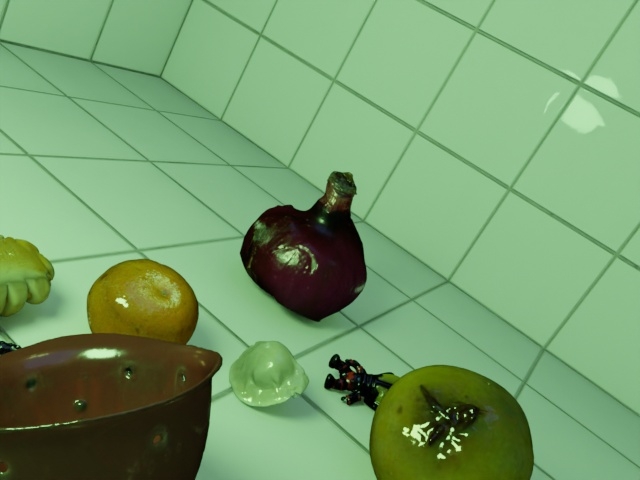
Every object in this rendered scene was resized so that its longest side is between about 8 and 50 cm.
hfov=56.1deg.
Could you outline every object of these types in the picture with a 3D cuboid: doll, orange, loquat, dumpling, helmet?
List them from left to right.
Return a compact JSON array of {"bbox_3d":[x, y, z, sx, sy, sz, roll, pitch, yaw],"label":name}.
[{"bbox_3d":[-0.292,0.260,0.741,0.338,0.229,0.385,-4,3,-26],"label":"helmet"},{"bbox_3d":[-0.362,0.147,1.227,0.224,0.170,0.224,25,40,-23],"label":"orange"},{"bbox_3d":[-0.126,0.294,1.312,0.155,0.181,0.111,-37,104,-39],"label":"dumpling"},{"bbox_3d":[0.131,0.371,1.498,0.249,0.127,0.088,29,-15,-8],"label":"doll"},{"bbox_3d":[0.265,0.434,1.235,0.329,0.359,0.328,-4,50,5],"label":"loquat"}]

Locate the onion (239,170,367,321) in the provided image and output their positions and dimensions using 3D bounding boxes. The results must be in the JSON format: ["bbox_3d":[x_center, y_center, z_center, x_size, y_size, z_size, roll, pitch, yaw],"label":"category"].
[{"bbox_3d":[0.000,0.000,1.751,0.398,0.420,0.398,36,12,-9],"label":"onion"}]

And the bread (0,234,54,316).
[{"bbox_3d":[-0.632,0.079,1.077,0.173,0.121,0.311,40,21,19],"label":"bread"}]

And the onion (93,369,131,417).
[{"bbox_3d":[-0.326,0.256,0.955,0.160,0.194,0.159,21,22,-9],"label":"onion"}]

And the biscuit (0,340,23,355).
[{"bbox_3d":[-0.528,0.226,0.959,0.195,0.053,0.194,27,18,-10],"label":"biscuit"}]
